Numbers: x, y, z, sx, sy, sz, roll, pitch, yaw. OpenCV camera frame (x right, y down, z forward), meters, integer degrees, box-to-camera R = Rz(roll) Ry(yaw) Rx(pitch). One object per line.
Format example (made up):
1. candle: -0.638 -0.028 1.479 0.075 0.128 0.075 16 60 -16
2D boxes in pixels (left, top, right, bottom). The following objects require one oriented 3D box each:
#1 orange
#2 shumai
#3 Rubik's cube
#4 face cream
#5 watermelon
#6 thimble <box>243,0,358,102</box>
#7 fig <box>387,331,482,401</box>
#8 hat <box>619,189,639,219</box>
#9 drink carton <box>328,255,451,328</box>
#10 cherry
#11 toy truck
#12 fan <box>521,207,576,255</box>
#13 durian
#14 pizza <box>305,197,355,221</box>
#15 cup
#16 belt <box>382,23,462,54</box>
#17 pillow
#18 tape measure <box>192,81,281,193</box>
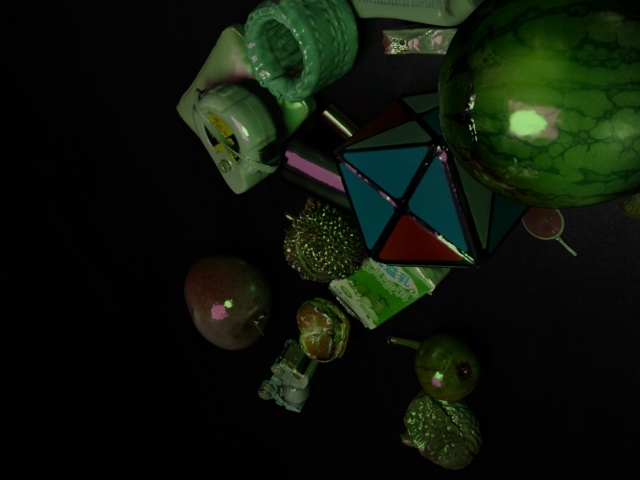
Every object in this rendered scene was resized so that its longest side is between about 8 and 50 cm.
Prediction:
1. orange: 0.015 0.222 1.888 0.160 0.112 0.170 45 118 21
2. shumai: 0.281 0.459 1.825 0.206 0.166 0.175 50 163 0
3. Rubik's cube: 0.209 -0.114 1.341 0.246 0.250 0.248 1 123 42
4. face cream: 0.146 -0.464 1.236 0.420 0.137 0.235 20 139 40
5. watermelon: 0.352 -0.214 1.063 0.363 0.363 0.363 24 134 27
6. thimble: -0.039 -0.382 1.411 0.198 0.143 0.235 45 148 14
7. fig: 0.259 0.275 1.713 0.151 0.151 0.259 63 162 -17
8. hat: 0.556 -0.086 1.197 0.146 0.067 0.146 5 161 2
9. drink carton: 0.153 0.077 1.649 0.161 0.108 0.271 47 141 2
10. cherry: -0.250 0.152 1.997 0.307 0.221 0.261 45 141 33
11. toy truck: -0.081 0.397 2.123 0.140 0.108 0.257 30 140 2
12. fan: 0.433 -0.020 1.398 0.133 0.005 0.085 48 139 2
13. durian: 0.000 0.000 1.570 0.196 0.167 0.196 14 137 14
14. pizza: 0.059 -0.043 1.674 0.194 0.069 0.154 -2 119 36
15. cup: 0.026 -0.159 1.502 0.177 0.166 0.239 31 177 15
16. belt: 0.218 -0.348 1.288 0.232 0.071 0.053 9 127 33
17. pillow: -0.172 -0.295 1.641 0.255 0.120 0.322 47 137 -2
18. tape measure: -0.168 -0.219 1.512 0.197 0.120 0.236 -10 114 59
